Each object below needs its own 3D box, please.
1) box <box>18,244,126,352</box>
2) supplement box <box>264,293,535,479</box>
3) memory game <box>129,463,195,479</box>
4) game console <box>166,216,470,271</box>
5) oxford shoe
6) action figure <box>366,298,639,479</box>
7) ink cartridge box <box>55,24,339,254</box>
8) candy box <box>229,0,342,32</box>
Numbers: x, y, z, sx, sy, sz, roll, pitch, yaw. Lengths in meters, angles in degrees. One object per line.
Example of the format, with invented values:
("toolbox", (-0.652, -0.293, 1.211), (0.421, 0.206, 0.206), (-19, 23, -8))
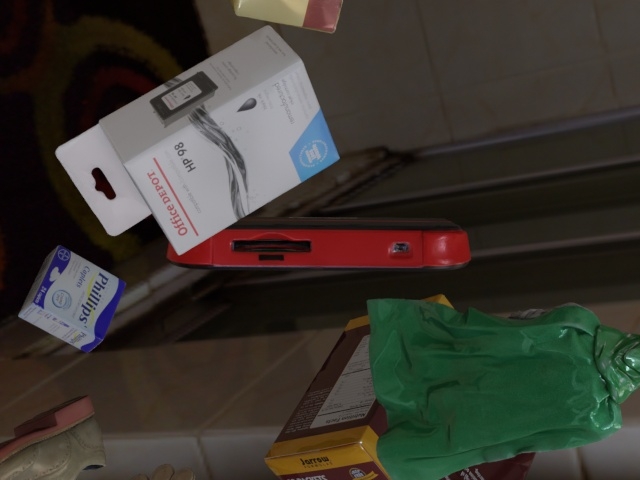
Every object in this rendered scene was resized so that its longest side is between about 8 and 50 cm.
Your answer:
("box", (-0.420, 0.100, 1.804), (0.137, 0.072, 0.126), (32, 51, -21))
("supplement box", (0.087, 0.195, 1.014), (0.191, 0.129, 0.194), (52, 47, -18))
("memory game", (-0.219, 0.356, 1.310), (0.012, 0.186, 0.186), (55, 44, -32))
("game console", (0.000, 0.000, 1.457), (0.342, 0.386, 0.060), (-65, 156, -87))
("oxford shoe", (-0.417, 0.336, 1.470), (0.348, 0.123, 0.130), (-30, 96, -54))
("action figure", (0.119, 0.086, 0.661), (0.063, 0.232, 0.137), (-11, 85, -35))
("ink cartridge box", (-0.086, -0.063, 0.772), (0.180, 0.060, 0.104), (-32, 137, -7))
("candy box", (-0.039, -0.315, 0.899), (0.087, 0.316, 0.183), (6, 117, -16))
